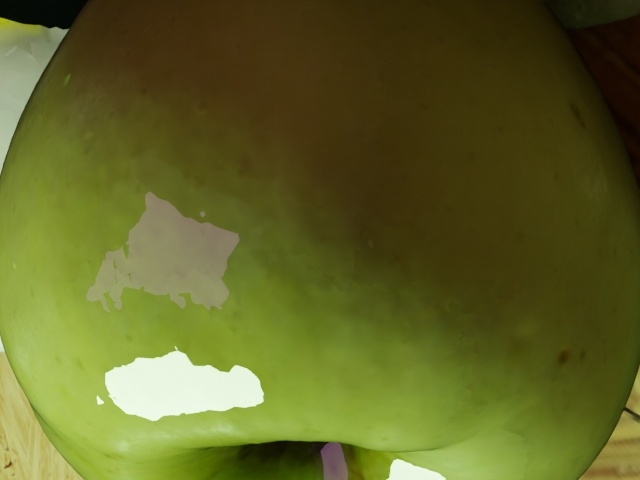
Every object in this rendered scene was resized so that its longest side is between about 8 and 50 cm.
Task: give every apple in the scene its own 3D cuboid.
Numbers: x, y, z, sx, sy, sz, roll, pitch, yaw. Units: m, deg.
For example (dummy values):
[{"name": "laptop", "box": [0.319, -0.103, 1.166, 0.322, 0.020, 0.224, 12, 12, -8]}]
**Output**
[{"name": "apple", "box": [0.000, 0.000, 0.515, 0.262, 0.262, 0.262, 17, 112, 49]}]

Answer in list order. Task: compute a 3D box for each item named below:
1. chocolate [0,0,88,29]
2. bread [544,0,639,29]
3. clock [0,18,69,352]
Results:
[{"name": "chocolate", "box": [-0.118, -0.245, 0.502, 0.225, 0.340, 0.210, -34, 61, 16]}, {"name": "bread", "box": [0.099, -0.142, 0.535, 0.193, 0.036, 0.112, 9, 107, 52]}, {"name": "clock", "box": [-0.213, -0.089, 0.780, 0.376, 0.250, 0.368, -44, 65, 41]}]
